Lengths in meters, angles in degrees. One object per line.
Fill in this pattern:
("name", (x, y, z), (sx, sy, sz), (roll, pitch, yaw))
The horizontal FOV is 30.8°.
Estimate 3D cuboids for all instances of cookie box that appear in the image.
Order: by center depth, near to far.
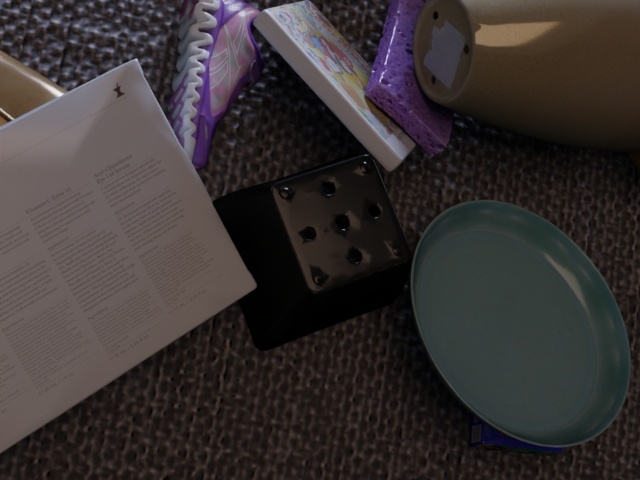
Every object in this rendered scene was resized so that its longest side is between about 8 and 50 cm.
("cookie box", (0.238, 0.209, 1.406), (0.107, 0.040, 0.091), (10, 73, -15))

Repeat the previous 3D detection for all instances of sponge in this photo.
("sponge", (0.120, -0.209, 1.416), (0.117, 0.031, 0.210), (39, 42, -22))

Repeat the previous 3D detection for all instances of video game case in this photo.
("video game case", (0.031, -0.189, 1.370), (0.026, 0.206, 0.227), (-42, 92, 20))

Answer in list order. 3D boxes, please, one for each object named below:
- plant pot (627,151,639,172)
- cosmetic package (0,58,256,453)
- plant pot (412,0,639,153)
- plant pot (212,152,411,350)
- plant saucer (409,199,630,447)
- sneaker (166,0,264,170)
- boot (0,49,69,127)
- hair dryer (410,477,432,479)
("plant pot", (0.518, -0.182, 1.491), (0.239, 0.254, 0.254), (-16, 82, -5))
("cosmetic package", (-0.294, 0.021, 1.217), (0.377, 0.097, 0.284), (-32, 106, -24))
("plant pot", (0.257, -0.226, 1.378), (0.274, 0.256, 0.256), (-5, 78, -28))
("plant pot", (0.000, 0.000, 1.317), (0.187, 0.167, 0.188), (-19, 84, -20))
("plant saucer", (0.233, 0.100, 1.388), (0.318, 0.044, 0.317), (15, 57, -24))
("sneaker", (-0.118, -0.192, 1.371), (0.105, 0.095, 0.236), (13, 72, -22))
("boot", (-0.436, -0.149, 1.262), (0.269, 0.089, 0.236), (38, 71, -7))
("hair dryer", (0.100, 0.438, 1.307), (0.224, 0.080, 0.293), (38, 63, 11))
